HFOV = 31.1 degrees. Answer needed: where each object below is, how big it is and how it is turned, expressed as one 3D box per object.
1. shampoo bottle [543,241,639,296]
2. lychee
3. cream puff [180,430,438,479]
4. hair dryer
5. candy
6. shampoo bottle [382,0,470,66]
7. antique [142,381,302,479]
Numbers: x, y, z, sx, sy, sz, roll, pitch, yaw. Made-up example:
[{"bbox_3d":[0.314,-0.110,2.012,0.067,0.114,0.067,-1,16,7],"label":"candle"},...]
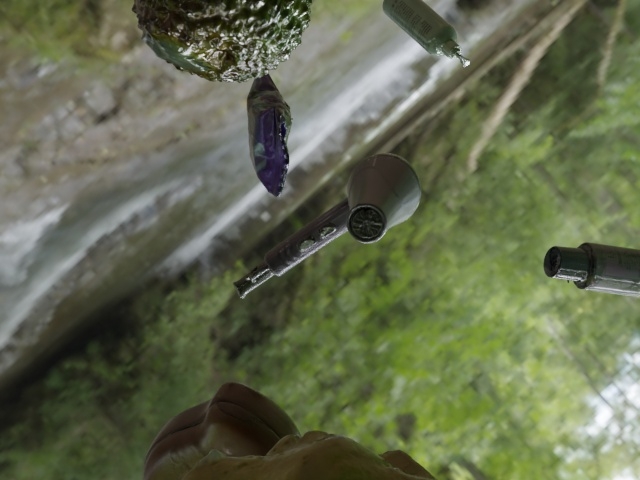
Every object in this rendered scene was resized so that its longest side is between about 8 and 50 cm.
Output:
[{"bbox_3d":[0.409,0.042,1.575,0.072,0.214,0.072,-172,-90,-72],"label":"shampoo bottle"},{"bbox_3d":[-0.078,-0.218,0.961,0.171,0.171,0.171,-43,-178,2],"label":"lychee"},{"bbox_3d":[0.009,0.318,1.053,0.378,0.378,0.275,-42,-170,32],"label":"cream puff"},{"bbox_3d":[0.000,0.000,1.864,0.361,0.121,0.301,-35,-173,19],"label":"hair dryer"},{"bbox_3d":[-0.083,-0.179,1.837,0.275,0.070,0.145,-111,-156,-63],"label":"candy"},{"bbox_3d":[0.170,-0.322,1.774,0.056,0.195,0.056,-24,142,-20],"label":"shampoo bottle"},{"bbox_3d":[-0.130,0.320,1.585,0.129,0.224,0.278,-66,173,-61],"label":"antique"}]
